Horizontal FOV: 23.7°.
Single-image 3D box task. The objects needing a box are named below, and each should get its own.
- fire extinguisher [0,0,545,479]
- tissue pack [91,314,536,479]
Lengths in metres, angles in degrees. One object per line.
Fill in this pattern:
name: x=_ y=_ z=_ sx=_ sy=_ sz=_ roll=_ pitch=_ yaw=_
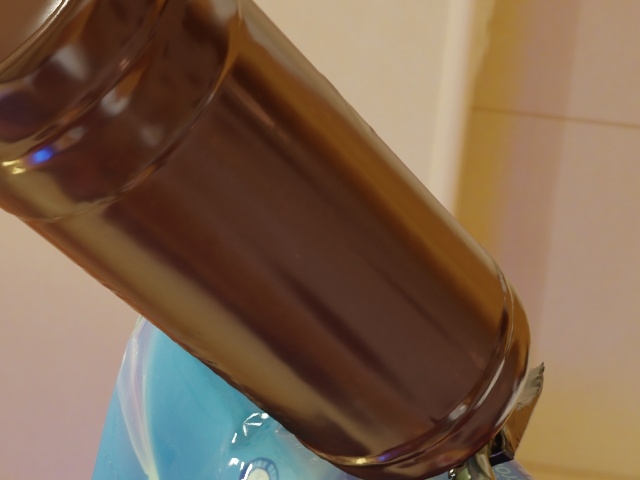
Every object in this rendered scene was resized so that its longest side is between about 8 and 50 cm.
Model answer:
fire extinguisher: x=0.000 y=0.000 z=0.555 sx=0.344 sy=0.102 sz=0.138 roll=43 pitch=-147 yaw=-41
tissue pack: x=-0.006 y=0.163 z=0.741 sx=0.263 sy=0.146 sz=0.198 roll=41 pitch=120 yaw=52
